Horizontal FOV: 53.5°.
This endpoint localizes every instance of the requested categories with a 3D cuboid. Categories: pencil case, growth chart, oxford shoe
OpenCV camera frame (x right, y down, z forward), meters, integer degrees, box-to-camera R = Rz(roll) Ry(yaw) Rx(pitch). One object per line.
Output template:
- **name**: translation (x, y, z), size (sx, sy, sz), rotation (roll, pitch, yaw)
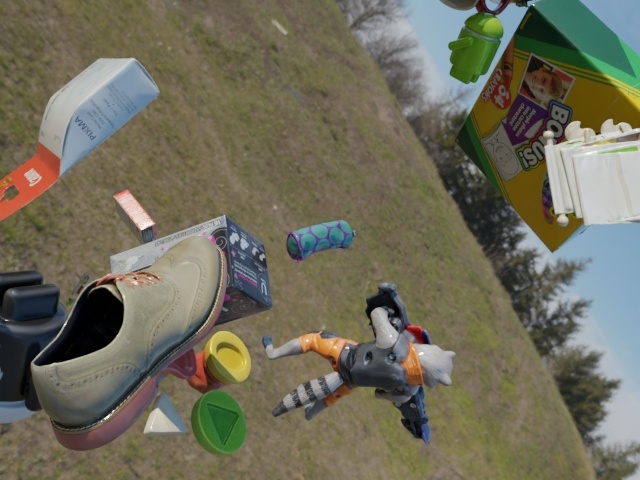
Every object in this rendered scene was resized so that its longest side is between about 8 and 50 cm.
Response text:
- **pencil case**: translation (0.000, 0.000, 1.382), size (0.064, 0.151, 0.070), rotation (-28, -103, 57)
- **growth chart**: translation (0.449, -0.095, 0.926), size (0.021, 0.237, 0.172), rotation (45, 48, -73)
- **oxford shoe**: translation (-0.215, 0.081, 0.783), size (0.348, 0.123, 0.130), rotation (-66, 149, -52)

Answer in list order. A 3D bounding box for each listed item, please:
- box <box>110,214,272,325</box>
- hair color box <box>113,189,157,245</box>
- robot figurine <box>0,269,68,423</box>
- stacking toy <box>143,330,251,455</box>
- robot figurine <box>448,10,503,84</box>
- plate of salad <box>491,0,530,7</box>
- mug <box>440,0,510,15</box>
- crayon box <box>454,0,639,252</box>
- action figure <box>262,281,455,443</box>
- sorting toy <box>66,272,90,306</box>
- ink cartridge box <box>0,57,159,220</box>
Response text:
- **box**: translation (-0.237, 0.078, 1.164), size (0.163, 0.247, 0.142), rotation (42, 32, -60)
- **hair color box**: translation (-0.572, -0.067, 1.971), size (0.167, 0.053, 0.093), rotation (47, -29, 25)
- **robot figurine**: translation (-0.562, 0.195, 1.153), size (0.173, 0.278, 0.209), rotation (14, 17, -18)
- **stacking toy**: translation (-0.292, 0.311, 1.313), size (0.309, 0.130, 0.279), rotation (30, 39, -41)
- **robot figurine**: translation (0.251, -0.313, 1.022), size (0.067, 0.115, 0.101), rotation (39, 38, 27)
- **plate of salad**: translation (0.460, -0.561, 1.377), size (0.200, 0.199, 0.048), rotation (29, 48, -74)
- **mug**: translation (0.257, -0.454, 1.008), size (0.113, 0.169, 0.150), rotation (33, -11, 34)
- **crayon box**: translation (0.435, -0.199, 1.158), size (0.313, 0.106, 0.363), rotation (55, -25, 20)
- **action figure**: translation (0.093, 0.271, 1.168), size (0.341, 0.330, 0.178), rotation (67, 25, -14)
- **sorting toy**: translation (-0.541, 0.111, 1.421), size (0.012, 0.083, 0.062), rotation (32, -11, -8)
- **ink cartridge box**: translation (-0.533, -0.222, 1.282), size (0.308, 0.385, 0.091), rotation (26, -25, 55)
